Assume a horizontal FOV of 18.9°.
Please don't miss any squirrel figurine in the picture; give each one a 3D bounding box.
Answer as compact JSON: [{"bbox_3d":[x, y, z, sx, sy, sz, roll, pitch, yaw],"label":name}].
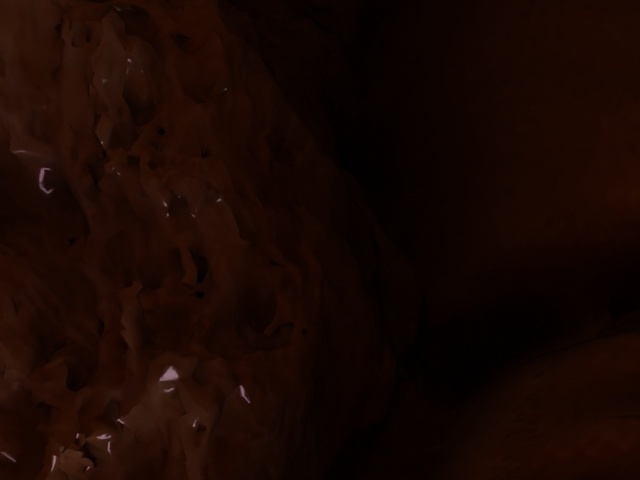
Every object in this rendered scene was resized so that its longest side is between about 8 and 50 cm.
[{"bbox_3d":[0.051,0.060,0.446,0.370,0.397,0.281,-62,161,-51],"label":"squirrel figurine"}]
